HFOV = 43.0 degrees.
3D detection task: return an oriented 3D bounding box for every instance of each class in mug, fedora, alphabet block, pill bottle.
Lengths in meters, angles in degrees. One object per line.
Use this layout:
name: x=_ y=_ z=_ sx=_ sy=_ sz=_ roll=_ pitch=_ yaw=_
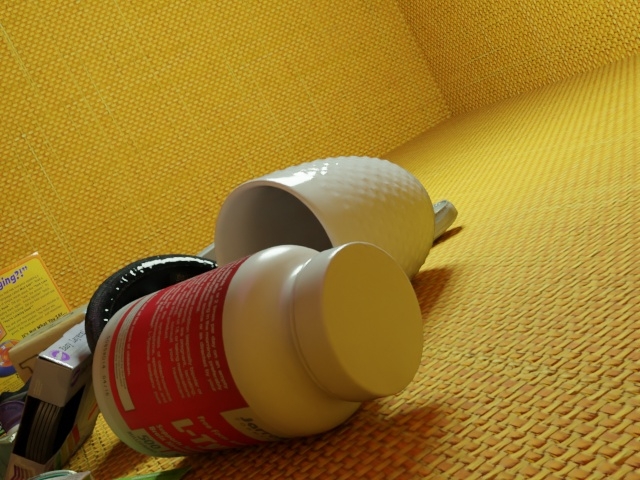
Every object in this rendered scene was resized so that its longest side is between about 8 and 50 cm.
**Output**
mug: x=0.000 y=0.000 z=1.396 sx=0.374 sy=0.276 sz=0.328 roll=-10 pitch=10 yaw=44
fedora: x=-0.247 y=0.178 z=1.407 sx=0.334 sy=0.334 sz=0.152 roll=-36 pitch=-21 yaw=-45
alphabet block: x=-0.557 y=0.269 z=1.855 sx=0.197 sy=0.193 sz=0.192 roll=-28 pitch=7 yaw=-1
pill bottle: x=-0.084 y=0.138 z=1.014 sx=0.408 sy=0.229 sz=0.229 roll=-21 pitch=11 yaw=40

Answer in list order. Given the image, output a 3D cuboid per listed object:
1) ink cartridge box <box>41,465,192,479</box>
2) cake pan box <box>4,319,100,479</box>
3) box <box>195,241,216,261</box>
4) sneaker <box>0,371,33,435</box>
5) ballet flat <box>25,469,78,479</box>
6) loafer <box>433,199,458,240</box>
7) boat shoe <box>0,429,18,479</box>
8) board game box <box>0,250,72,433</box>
ink cartridge box: x=-0.317 y=0.334 z=1.014 sx=0.189 sy=0.097 sz=0.255 roll=-21 pitch=11 yaw=37
cake pan box: x=-0.433 y=0.270 z=1.388 sx=0.070 sy=0.245 sz=0.267 roll=18 pitch=12 yaw=2
box: x=-0.208 y=0.112 z=1.654 sx=0.182 sy=0.181 sz=0.119 roll=-37 pitch=8 yaw=3
sneaker: x=-0.546 y=0.305 z=1.711 sx=0.283 sy=0.124 sz=0.107 roll=-28 pitch=-22 yaw=-11
ballet flat: x=-0.432 y=0.396 z=1.134 sx=0.221 sy=0.077 sz=0.079 roll=-31 pitch=-14 yaw=-23
loafer: x=0.123 y=-0.008 z=1.645 sx=0.319 sy=0.111 sz=0.112 roll=-27 pitch=8 yaw=2
boat shoe: x=-0.614 y=0.418 z=1.546 sx=0.073 sy=0.080 sz=0.223 roll=-34 pitch=-2 yaw=20
board game box: x=-0.871 y=0.290 z=2.154 sx=0.356 sy=0.356 sz=0.356 roll=-34 pitch=10 yaw=-38
